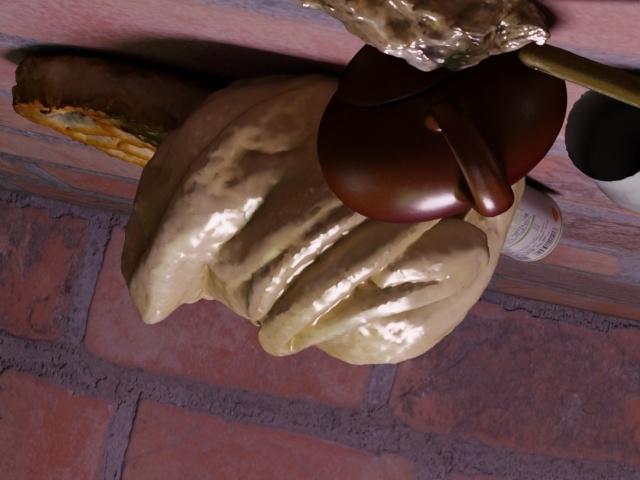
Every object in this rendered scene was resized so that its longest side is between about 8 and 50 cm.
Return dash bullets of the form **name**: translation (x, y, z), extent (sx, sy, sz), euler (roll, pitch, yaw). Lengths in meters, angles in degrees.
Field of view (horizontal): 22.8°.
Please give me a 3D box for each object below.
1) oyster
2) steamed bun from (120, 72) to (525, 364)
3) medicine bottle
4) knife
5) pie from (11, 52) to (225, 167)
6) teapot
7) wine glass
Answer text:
- **oyster**: translation (0.022, -0.156, 0.966), extent (0.209, 0.072, 0.133), euler (17, 170, -28)
- **steamed bun**: translation (0.004, -0.002, 1.489), extent (0.372, 0.230, 0.325), euler (4, 154, -9)
- **medicine bottle**: translation (0.197, -0.033, 1.756), extent (0.086, 0.086, 0.183), euler (9, 173, 32)
- **knife**: translation (0.253, -0.058, 0.928), extent (0.343, 0.027, 0.061), euler (27, -174, 32)
- **pie**: translation (-0.185, -0.127, 1.683), extent (0.315, 0.092, 0.315), euler (17, 173, 2)
- **teapot**: translation (0.076, -0.090, 1.067), extent (0.135, 0.178, 0.252), euler (57, -176, -24)
- **wine glass**: translation (0.263, -0.064, 1.248), extent (0.093, 0.093, 0.202), euler (9, 175, 30)
